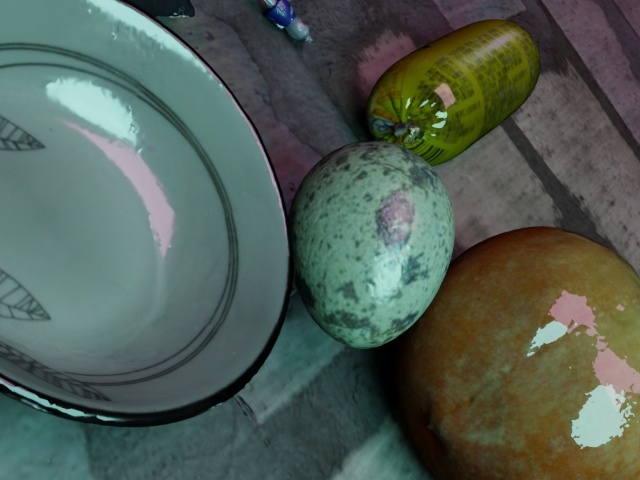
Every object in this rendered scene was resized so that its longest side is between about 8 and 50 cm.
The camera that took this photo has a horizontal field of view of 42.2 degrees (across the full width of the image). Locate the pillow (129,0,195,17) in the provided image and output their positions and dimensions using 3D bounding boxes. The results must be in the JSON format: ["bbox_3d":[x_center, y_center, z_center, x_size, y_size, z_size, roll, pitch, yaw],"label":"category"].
[{"bbox_3d":[-0.202,-0.280,0.730,0.141,0.055,0.208,-23,79,-40],"label":"pillow"}]

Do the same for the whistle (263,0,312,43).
[{"bbox_3d":[-0.040,-0.239,0.876,0.083,0.029,0.033,41,5,-23],"label":"whistle"}]

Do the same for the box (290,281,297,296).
[{"bbox_3d":[0.000,0.000,0.745,0.051,0.036,0.117,54,40,-3],"label":"box"}]

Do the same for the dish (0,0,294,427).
[{"bbox_3d":[-0.165,-0.018,0.547,0.316,0.106,0.317,25,51,-35],"label":"dish"}]

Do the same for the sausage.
[{"bbox_3d":[0.160,-0.175,0.949,0.123,0.123,0.347,54,40,-1],"label":"sausage"}]

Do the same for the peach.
[{"bbox_3d":[0.183,0.120,0.698,0.252,0.252,0.252,24,49,-31],"label":"peach"}]

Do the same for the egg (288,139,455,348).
[{"bbox_3d":[0.038,0.002,0.649,0.132,0.132,0.172,28,55,-28],"label":"egg"}]
